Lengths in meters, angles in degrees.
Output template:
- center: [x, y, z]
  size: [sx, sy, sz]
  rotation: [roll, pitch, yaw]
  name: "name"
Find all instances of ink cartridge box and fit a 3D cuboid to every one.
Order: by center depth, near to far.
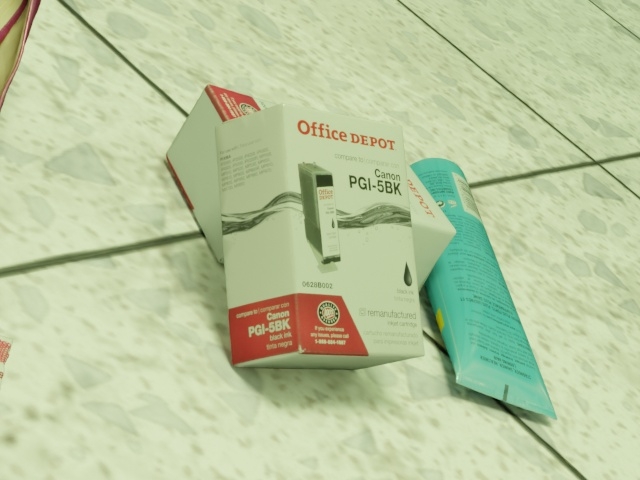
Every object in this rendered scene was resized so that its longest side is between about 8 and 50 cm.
- center: [0.000, 0.000, 0.862]
  size: [0.099, 0.056, 0.135]
  rotation: [5, 75, -44]
  name: "ink cartridge box"
- center: [-0.005, -0.028, 0.983]
  size: [0.150, 0.063, 0.109]
  rotation: [12, 31, -36]
  name: "ink cartridge box"

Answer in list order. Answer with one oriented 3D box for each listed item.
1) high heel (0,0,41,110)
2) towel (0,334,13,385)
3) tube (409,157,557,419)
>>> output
- center: [-0.189, -0.105, 0.842]
  size: [0.082, 0.117, 0.244]
  rotation: [28, 25, -11]
  name: "high heel"
- center: [-0.204, 0.066, 0.624]
  size: [0.144, 0.029, 0.197]
  rotation: [26, 23, -13]
  name: "towel"
- center: [0.095, 0.028, 1.022]
  size: [0.080, 0.052, 0.207]
  rotation: [17, 34, -26]
  name: "tube"
